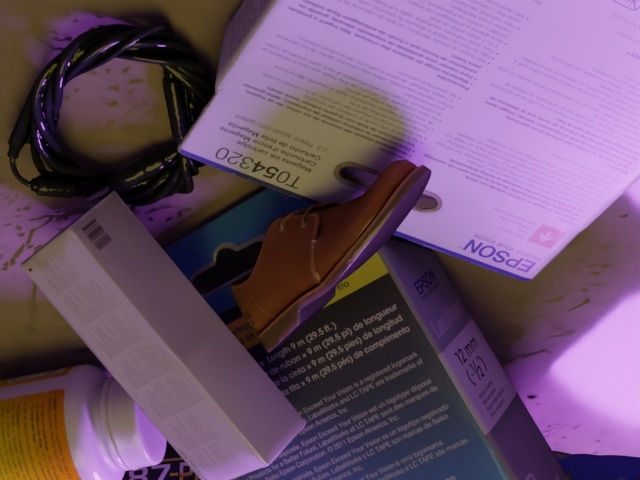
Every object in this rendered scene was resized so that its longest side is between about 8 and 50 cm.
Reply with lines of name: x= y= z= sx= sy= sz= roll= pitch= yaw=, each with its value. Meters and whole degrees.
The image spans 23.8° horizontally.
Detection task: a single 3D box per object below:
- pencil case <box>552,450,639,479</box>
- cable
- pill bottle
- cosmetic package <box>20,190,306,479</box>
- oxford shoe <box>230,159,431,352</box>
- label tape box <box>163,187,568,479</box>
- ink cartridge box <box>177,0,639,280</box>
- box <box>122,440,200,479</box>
pencil case: x=0.218 y=0.243 z=1.353 sx=0.306 sy=0.119 sz=0.133 roll=3 pitch=165 yaw=39
cable: x=-0.147 y=-0.088 z=1.139 sx=0.151 sy=0.047 sz=0.184 roll=18 pitch=132 yaw=-19
pill bottle: x=-0.253 y=0.178 z=1.358 sx=0.215 sy=0.117 sz=0.117 roll=-12 pitch=135 yaw=11
cosmetic package: x=-0.124 y=0.081 z=1.201 sx=0.239 sy=0.060 sz=0.099 roll=51 pitch=140 yaw=-8
oxford shoe: x=0.000 y=0.000 z=1.146 sx=0.076 sy=0.076 sz=0.212 roll=50 pitch=124 yaw=6
label tape box: x=0.012 y=0.124 z=1.287 sx=0.249 sy=0.115 sz=0.347 roll=-30 pitch=91 yaw=26
ink cartridge box: x=0.109 y=-0.129 z=1.087 sx=0.324 sy=0.071 sz=0.330 roll=20 pitch=138 yaw=-21
box: x=-0.120 y=0.355 z=1.560 sx=0.318 sy=0.097 sz=0.395 roll=-7 pitch=136 yaw=2
